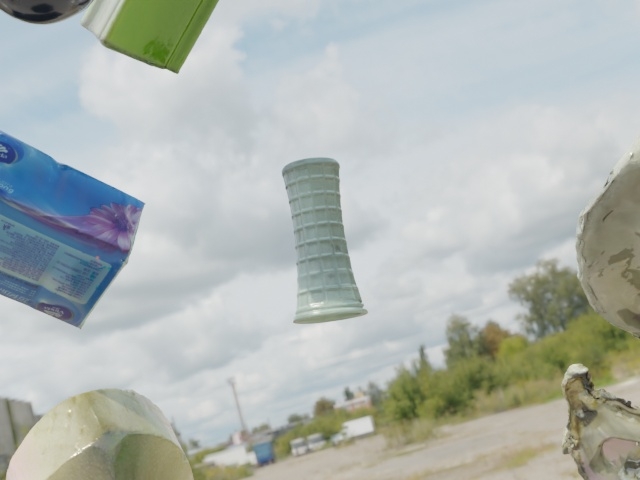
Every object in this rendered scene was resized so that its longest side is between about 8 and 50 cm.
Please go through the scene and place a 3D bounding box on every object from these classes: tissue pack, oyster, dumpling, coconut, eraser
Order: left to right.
[{"bbox_3d":[-0.411,-0.021,1.286,0.263,0.146,0.198,26,-49,-19],"label":"tissue pack"},{"bbox_3d":[-0.300,0.339,1.273,0.259,0.259,0.259,-15,-12,-3],"label":"coconut"},{"bbox_3d":[-0.266,-0.444,1.585,0.210,0.092,0.274,12,-69,-58],"label":"eraser"},{"bbox_3d":[0.322,0.198,0.943,0.163,0.191,0.081,-18,25,38],"label":"oyster"},{"bbox_3d":[0.384,-0.003,0.847,0.260,0.181,0.341,-47,-25,26],"label":"dumpling"}]

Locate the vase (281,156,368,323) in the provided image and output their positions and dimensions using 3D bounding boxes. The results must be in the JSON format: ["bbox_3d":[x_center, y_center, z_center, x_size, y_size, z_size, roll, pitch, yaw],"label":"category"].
[{"bbox_3d":[0.000,0.000,1.710,0.143,0.298,0.143,-7,-11,-1],"label":"vase"}]

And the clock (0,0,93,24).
[{"bbox_3d":[-0.338,-0.354,1.069,0.146,0.243,0.199,-34,-44,7],"label":"clock"}]
